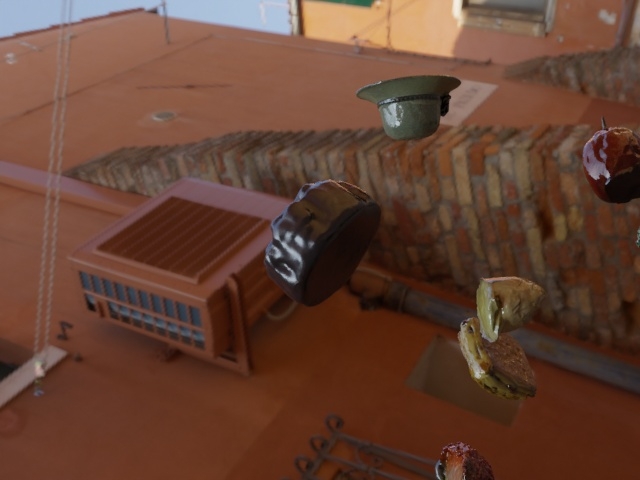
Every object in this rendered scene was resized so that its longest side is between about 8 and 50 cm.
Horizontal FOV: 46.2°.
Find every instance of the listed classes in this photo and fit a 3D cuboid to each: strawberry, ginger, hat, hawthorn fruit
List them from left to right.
[{"bbox_3d":[0.216,-0.309,1.824,0.257,0.257,0.130,-5,-90,-65],"label":"hat"},{"bbox_3d":[0.347,0.582,1.714,0.306,0.138,0.233,98,177,-71],"label":"strawberry"},{"bbox_3d":[0.356,0.117,1.442,0.193,0.123,0.115,-99,-7,-85],"label":"ginger"},{"bbox_3d":[0.788,-0.219,2.004,0.189,0.190,0.251,30,-143,-66],"label":"hawthorn fruit"}]

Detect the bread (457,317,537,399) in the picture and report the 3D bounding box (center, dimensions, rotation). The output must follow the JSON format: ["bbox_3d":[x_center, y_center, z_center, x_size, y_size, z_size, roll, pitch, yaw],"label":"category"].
[{"bbox_3d":[0.483,0.337,2.074,0.235,0.099,0.210,29,-147,-31],"label":"bread"}]

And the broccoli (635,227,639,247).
[{"bbox_3d":[0.879,0.017,1.693,0.221,0.252,0.361,-44,6,15],"label":"broccoli"}]

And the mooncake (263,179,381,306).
[{"bbox_3d":[0.000,0.000,1.616,0.283,0.141,0.283,-40,-27,-26],"label":"mooncake"}]
